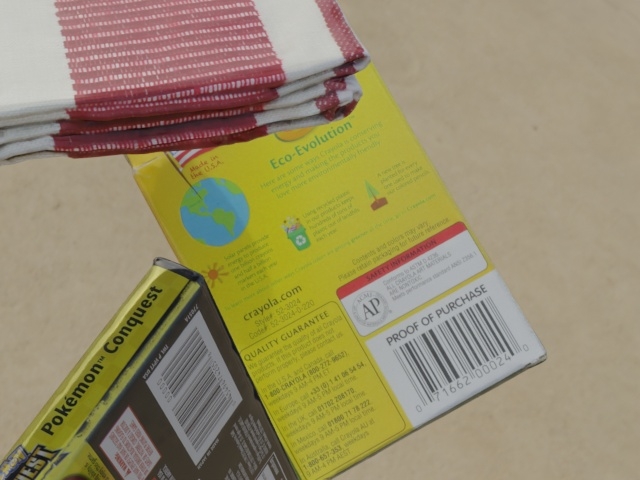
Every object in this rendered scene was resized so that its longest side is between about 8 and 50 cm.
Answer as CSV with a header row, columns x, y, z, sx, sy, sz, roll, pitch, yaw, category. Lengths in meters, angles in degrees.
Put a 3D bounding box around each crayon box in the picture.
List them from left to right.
x,y,z,sx,sy,sz,roll,pitch,yaw,category
0.000,0.000,0.900,0.202,0.081,0.318,-28,81,-5,crayon box

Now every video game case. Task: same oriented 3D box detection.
x,y,z,sx,sy,sz,roll,pitch,yaw,category
-0.112,0.182,0.669,0.035,0.275,0.248,22,62,26,video game case

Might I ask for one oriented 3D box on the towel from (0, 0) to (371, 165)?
x,y,z,sx,sy,sz,roll,pitch,yaw,category
-0.167,-0.104,0.524,0.329,0.037,0.237,-10,43,-12,towel
